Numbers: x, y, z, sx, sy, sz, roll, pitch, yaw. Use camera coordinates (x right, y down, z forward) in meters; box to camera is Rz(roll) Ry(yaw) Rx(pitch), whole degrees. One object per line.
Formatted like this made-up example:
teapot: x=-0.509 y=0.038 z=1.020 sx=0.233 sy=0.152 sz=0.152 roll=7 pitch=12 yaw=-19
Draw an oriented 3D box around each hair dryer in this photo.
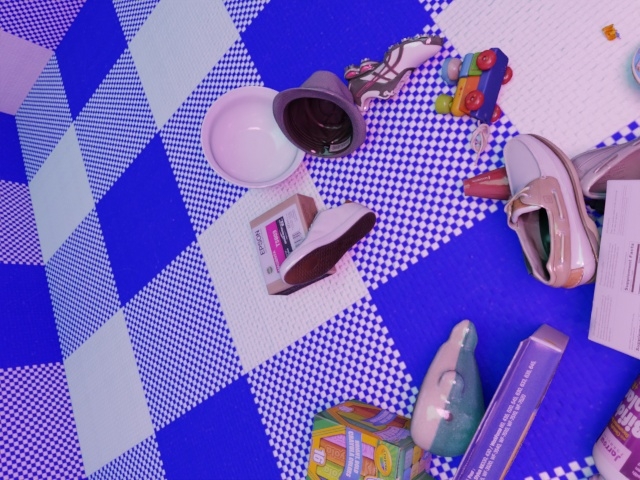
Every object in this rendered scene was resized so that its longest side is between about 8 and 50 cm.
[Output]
hair dryer: x=0.411 y=-0.067 z=0.908 sx=0.223 sy=0.080 sz=0.293 roll=-44 pitch=52 yaw=-12

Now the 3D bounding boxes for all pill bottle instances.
pill bottle: x=0.558 y=0.338 z=0.743 sx=0.169 sy=0.169 sz=0.301 roll=32 pitch=102 yaw=34

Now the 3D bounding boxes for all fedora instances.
fedora: x=0.009 y=-0.335 z=1.184 sx=0.244 sy=0.275 sz=0.124 roll=7 pitch=65 yaw=18

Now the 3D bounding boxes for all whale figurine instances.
whale figurine: x=0.282 y=0.305 z=0.942 sx=0.141 sy=0.216 sz=0.272 roll=21 pitch=70 yaw=17

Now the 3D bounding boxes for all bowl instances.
bowl: x=-0.190 y=-0.281 z=1.339 sx=0.298 sy=0.134 sz=0.297 roll=1 pitch=82 yaw=-8

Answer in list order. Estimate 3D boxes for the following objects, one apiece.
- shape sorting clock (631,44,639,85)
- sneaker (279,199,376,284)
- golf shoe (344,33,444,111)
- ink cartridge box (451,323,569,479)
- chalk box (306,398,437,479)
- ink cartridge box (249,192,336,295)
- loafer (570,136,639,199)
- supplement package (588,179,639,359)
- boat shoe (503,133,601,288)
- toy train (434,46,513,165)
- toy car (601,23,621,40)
shape sorting clock: x=0.656 y=-0.312 z=0.789 sx=0.206 sy=0.040 sz=0.206 roll=-14 pitch=53 yaw=19
sneaker: x=0.000 y=0.000 z=1.174 sx=0.290 sy=0.106 sz=0.123 roll=-36 pitch=47 yaw=-18
golf shoe: x=0.190 y=-0.421 z=1.155 sx=0.273 sy=0.105 sz=0.120 roll=-13 pitch=92 yaw=40
ink cartridge box: x=0.343 y=0.306 z=0.814 sx=0.072 sy=0.307 sz=0.303 roll=27 pitch=100 yaw=28
chalk box: x=0.138 y=0.494 z=1.021 sx=0.289 sy=0.180 sz=0.179 roll=6 pitch=88 yaw=35
ink cartridge box: x=-0.082 y=0.016 z=1.290 sx=0.193 sy=0.088 sz=0.234 roll=-28 pitch=70 yaw=29
loafer: x=0.593 y=-0.141 z=0.776 sx=0.320 sy=0.111 sz=0.112 roll=-21 pitch=111 yaw=19
supplement package: x=0.557 y=0.043 z=0.697 sx=0.145 sy=0.204 sz=0.261 roll=-155 pitch=68 yaw=-72
boat shoe: x=0.388 y=-0.062 z=0.810 sx=0.113 sy=0.103 sz=0.302 roll=108 pitch=150 yaw=-61
toy train: x=0.320 y=-0.299 z=1.038 sx=0.143 sy=0.105 sz=0.248 roll=20 pitch=96 yaw=46
toy car: x=0.618 y=-0.429 z=0.885 sx=0.122 sy=0.060 sz=0.040 roll=-16 pitch=119 yaw=50
